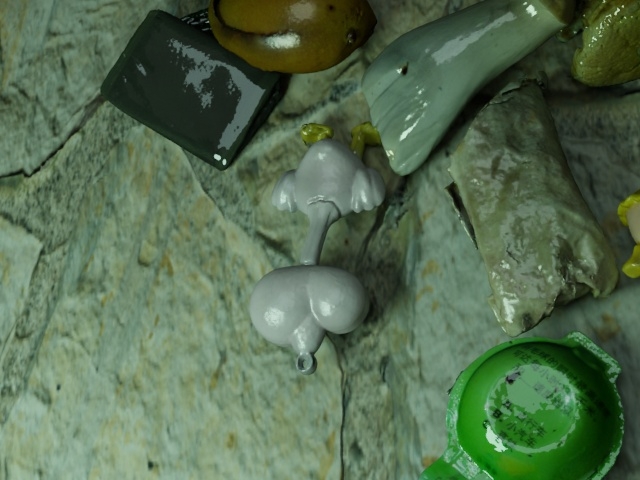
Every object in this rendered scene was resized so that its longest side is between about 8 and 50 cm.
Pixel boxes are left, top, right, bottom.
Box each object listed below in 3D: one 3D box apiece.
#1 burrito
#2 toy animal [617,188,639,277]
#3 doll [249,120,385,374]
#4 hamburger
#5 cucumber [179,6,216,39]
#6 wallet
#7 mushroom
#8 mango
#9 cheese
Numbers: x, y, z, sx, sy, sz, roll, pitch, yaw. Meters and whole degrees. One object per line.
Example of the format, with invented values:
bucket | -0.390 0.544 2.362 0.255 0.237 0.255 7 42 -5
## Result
burrito | 0.246 -0.055 1.399 0.175 0.107 0.348 -9 62 -6
toy animal | 0.431 -0.054 1.313 0.156 0.156 0.230 19 77 27
doll | 0.000 0.000 1.473 0.160 0.094 0.365 0 66 18
hamburger | 0.426 -0.334 1.429 0.288 0.192 0.168 -19 51 11
cucumber | -0.157 -0.334 1.714 0.187 0.058 0.058 -19 60 11
wallet | -0.190 -0.225 1.655 0.245 0.052 0.169 32 85 16
mushroom | 0.195 -0.236 1.464 0.328 0.122 0.159 -35 86 24
mango | -0.049 -0.312 1.587 0.236 0.136 0.166 13 47 29
cheese | 0.212 0.235 1.286 0.320 0.083 0.204 -45 61 -7
